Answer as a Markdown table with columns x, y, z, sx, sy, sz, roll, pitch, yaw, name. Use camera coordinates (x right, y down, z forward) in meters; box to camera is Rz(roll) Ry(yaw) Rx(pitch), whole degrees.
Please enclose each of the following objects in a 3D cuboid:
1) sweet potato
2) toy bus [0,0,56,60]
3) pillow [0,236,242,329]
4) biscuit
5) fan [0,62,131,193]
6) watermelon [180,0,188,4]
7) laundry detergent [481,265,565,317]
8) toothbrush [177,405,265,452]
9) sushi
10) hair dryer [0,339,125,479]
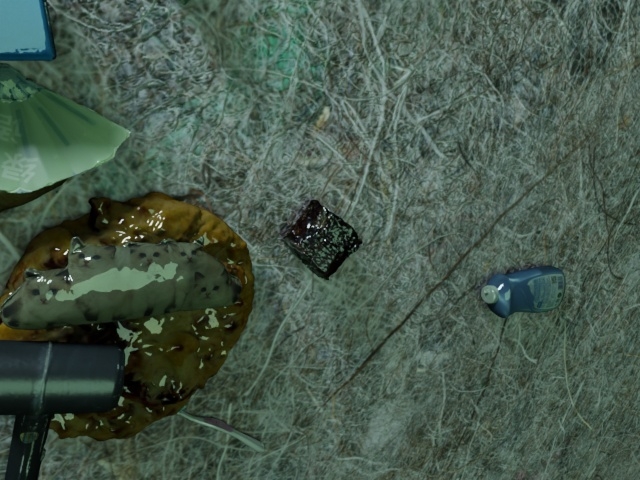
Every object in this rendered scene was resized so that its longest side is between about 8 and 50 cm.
| x | y | z | sx | sy | sz | roll | pitch | yaw | name |
| --- | --- | --- | --- | --- | --- | --- | --- | --- | --- |
| -0.365 | -0.044 | 0.449 | 0.273 | 0.075 | 0.075 | -17 | 118 | -28 | sweet potato |
| -0.326 | -0.192 | 0.388 | 0.185 | 0.106 | 0.090 | -11 | 117 | -25 | toy bus |
| -0.195 | 0.039 | 0.503 | 0.241 | 0.051 | 0.093 | -2 | 112 | -30 | pillow |
| -0.229 | 0.104 | 0.583 | 0.289 | 0.081 | 0.334 | 37 | 88 | -36 | biscuit |
| -0.308 | -0.111 | 0.449 | 0.240 | 0.009 | 0.131 | 9 | 75 | -24 | fan |
| -0.151 | -0.335 | 0.455 | 0.155 | 0.080 | 0.101 | 44 | 76 | -19 | watermelon |
| 0.397 | 0.102 | 0.945 | 0.206 | 0.061 | 0.096 | -2 | 113 | -29 | laundry detergent |
| -0.157 | 0.291 | 0.738 | 0.022 | 0.017 | 0.204 | -37 | 125 | 12 | toothbrush |
| 0.000 | 0.000 | 0.670 | 0.094 | 0.098 | 0.084 | 41 | 83 | -16 | sushi |
| -0.294 | 0.203 | 0.505 | 0.124 | 0.071 | 0.219 | 13 | 110 | -30 | hair dryer |
